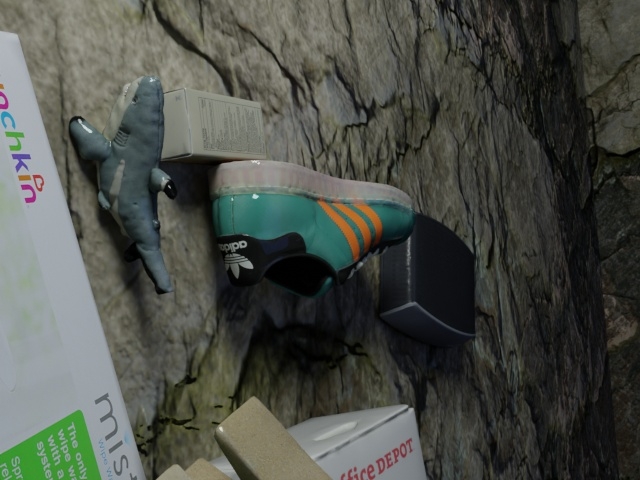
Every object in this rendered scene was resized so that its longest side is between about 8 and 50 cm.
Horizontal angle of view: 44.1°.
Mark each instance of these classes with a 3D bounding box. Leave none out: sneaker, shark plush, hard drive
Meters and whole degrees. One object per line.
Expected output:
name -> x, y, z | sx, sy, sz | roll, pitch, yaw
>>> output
sneaker -> 0.000, 0.000, 0.808 | 0.302, 0.108, 0.121 | 6, 79, -52
shark plush -> -0.139, -0.040, 0.599 | 0.073, 0.067, 0.161 | 9, 76, -60
hard drive -> 0.159, 0.056, 1.117 | 0.255, 0.054, 0.171 | 29, 59, -55

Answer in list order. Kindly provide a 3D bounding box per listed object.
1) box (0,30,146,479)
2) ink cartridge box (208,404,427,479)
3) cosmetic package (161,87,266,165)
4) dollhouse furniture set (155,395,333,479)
box -> -0.210, 0.041, 0.334 | 0.231, 0.127, 0.261 | -20, 94, -74
ink cartridge box -> 0.018, 0.325, 0.712 | 0.226, 0.131, 0.306 | -2, 79, -61
cosmetic package -> -0.098, -0.099, 0.711 | 0.115, 0.041, 0.060 | -2, 86, -60
dollhouse furniture set -> -0.102, 0.241, 0.361 | 0.135, 0.262, 0.259 | 43, 25, 8
